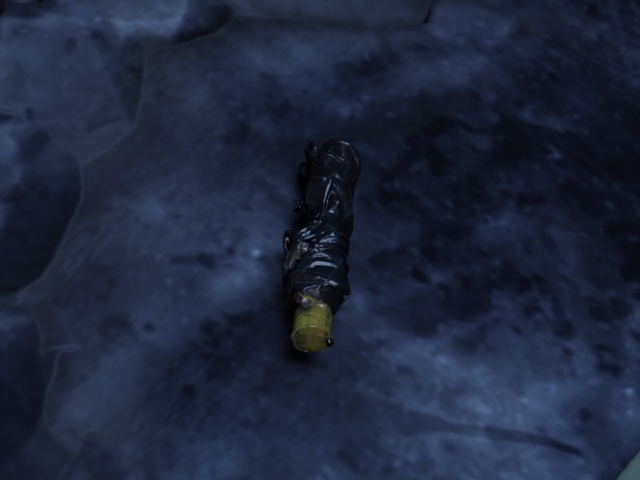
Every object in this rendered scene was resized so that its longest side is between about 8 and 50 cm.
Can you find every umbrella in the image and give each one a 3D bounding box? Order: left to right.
[{"bbox_3d":[0.000,0.000,1.040,0.040,0.037,0.144,27,41,-18],"label":"umbrella"}]

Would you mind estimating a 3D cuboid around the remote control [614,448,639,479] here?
[{"bbox_3d":[0.197,0.137,1.005,0.090,0.038,0.309,39,46,12],"label":"remote control"}]
